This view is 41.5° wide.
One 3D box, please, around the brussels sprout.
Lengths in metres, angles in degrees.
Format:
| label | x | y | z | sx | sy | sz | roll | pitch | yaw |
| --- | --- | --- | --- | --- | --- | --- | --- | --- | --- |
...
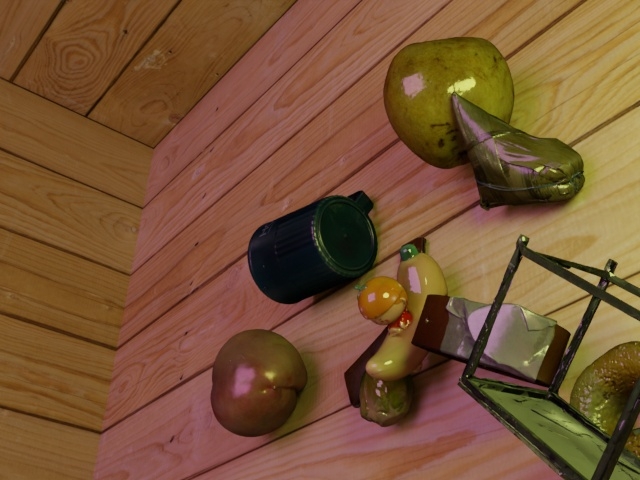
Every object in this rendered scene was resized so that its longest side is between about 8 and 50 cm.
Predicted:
| label | x | y | z | sx | sy | sz | roll | pitch | yaw |
| --- | --- | --- | --- | --- | --- | --- | --- | --- | --- |
| brussels sprout | 0.151 | 0.338 | 1.902 | 0.155 | 0.117 | 0.155 | -1 | 89 | 64 |

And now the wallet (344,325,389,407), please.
| label | x | y | z | sx | sy | sz | roll | pitch | yaw |
| --- | --- | --- | --- | --- | --- | --- | --- | --- | --- |
| wallet | 0.145 | 0.291 | 2.031 | 0.255 | 0.031 | 0.137 | -51 | 34 | 26 |

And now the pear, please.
| label | x | y | z | sx | sy | sz | roll | pitch | yaw |
| --- | --- | --- | --- | --- | --- | --- | --- | --- | --- |
| pear | 0.299 | -0.318 | 1.964 | 0.304 | 0.303 | 0.304 | -37 | 40 | 40 |

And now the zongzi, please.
| label | x | y | z | sx | sy | sz | roll | pitch | yaw |
| --- | --- | --- | --- | --- | --- | --- | --- | --- | --- |
| zongzi | 0.405 | -0.202 | 1.748 | 0.125 | 0.275 | 0.250 | -34 | 18 | -35 |

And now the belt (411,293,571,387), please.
| label | x | y | z | sx | sy | sz | roll | pitch | yaw |
| --- | --- | --- | --- | --- | --- | --- | --- | --- | --- |
| belt | 0.324 | 0.186 | 1.628 | 0.338 | 0.217 | 0.122 | 8 | 76 | 58 |

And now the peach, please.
| label | x | y | z | sx | sy | sz | roll | pitch | yaw |
| --- | --- | --- | --- | --- | --- | --- | --- | --- | --- |
| peach | -0.173 | 0.380 | 2.257 | 0.292 | 0.247 | 0.292 | -62 | 7 | 14 |

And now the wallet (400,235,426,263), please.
| label | x | y | z | sx | sy | sz | roll | pitch | yaw |
| --- | --- | --- | --- | --- | --- | --- | --- | --- | --- |
| wallet | 0.223 | 0.080 | 2.063 | 0.095 | 0.026 | 0.176 | -35 | 39 | 51 |

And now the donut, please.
| label | x | y | z | sx | sy | sz | roll | pitch | yaw |
| --- | --- | --- | --- | --- | --- | --- | --- | --- | --- |
| donut | 0.515 | 0.280 | 1.372 | 0.272 | 0.107 | 0.272 | -40 | 38 | 42 |

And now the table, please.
| label | x | y | z | sx | sy | sz | roll | pitch | yaw |
| --- | --- | --- | --- | --- | --- | --- | --- | --- | --- |
| table | 0.422 | 0.187 | 1.257 | 0.335 | 0.222 | 0.272 | 39 | 111 | 59 |

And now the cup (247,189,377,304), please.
| label | x | y | z | sx | sy | sz | roll | pitch | yaw |
| --- | --- | --- | --- | --- | --- | --- | --- | --- | --- |
| cup | 0.003 | 0.018 | 2.302 | 0.292 | 0.307 | 0.242 | -24 | 82 | 49 |

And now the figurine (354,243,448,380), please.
| label | x | y | z | sx | sy | sz | roll | pitch | yaw |
| --- | --- | --- | --- | --- | --- | --- | --- | --- | --- |
| figurine | 0.175 | 0.158 | 1.848 | 0.124 | 0.222 | 0.325 | -19 | 31 | 49 |
